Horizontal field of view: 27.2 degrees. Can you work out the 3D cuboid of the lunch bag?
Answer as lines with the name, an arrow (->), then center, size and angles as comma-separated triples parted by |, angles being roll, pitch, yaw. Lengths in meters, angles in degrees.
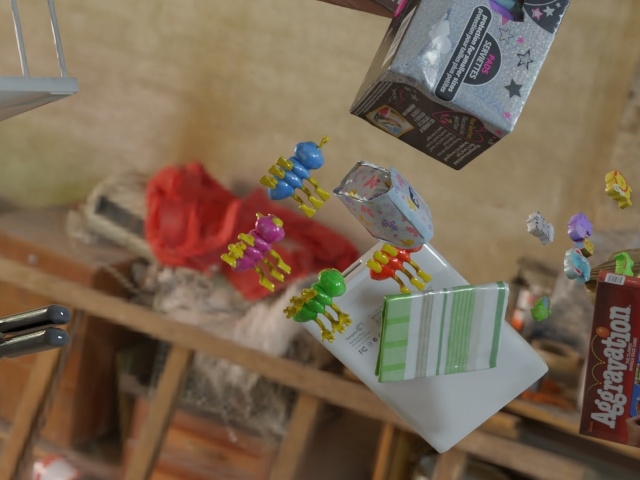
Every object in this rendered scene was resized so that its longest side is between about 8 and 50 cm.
lunch bag -> 0.064, -0.032, 1.210 | 0.071, 0.053, 0.083 | 46, -10, -28

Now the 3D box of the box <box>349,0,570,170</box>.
box -> 0.157, -0.221, 1.337 | 0.142, 0.247, 0.163 | 27, -15, -7

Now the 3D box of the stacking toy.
stacking toy -> 0.391, 0.009, 2.007 | 0.052, 0.167, 0.221 | 39, 41, -27

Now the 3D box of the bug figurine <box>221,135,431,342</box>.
bug figurine -> 0.000, 0.000, 1.688 | 0.279, 0.216, 0.072 | 40, 13, -29

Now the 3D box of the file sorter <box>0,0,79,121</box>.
file sorter -> -0.464, -0.221, 1.565 | 0.277, 0.173, 0.193 | -14, -4, 35

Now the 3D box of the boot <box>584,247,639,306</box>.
boot -> 0.481, 0.130, 2.065 | 0.095, 0.203, 0.262 | -5, 8, 21

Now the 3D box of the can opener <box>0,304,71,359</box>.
can opener -> -0.526, 0.154, 2.172 | 0.095, 0.076, 0.283 | 19, -24, -41

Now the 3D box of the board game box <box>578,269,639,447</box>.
board game box -> 0.432, 0.170, 1.779 | 0.145, 0.281, 0.027 | 12, 39, 18

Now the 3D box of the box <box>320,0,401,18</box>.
box -> 0.021, -0.425, 1.769 | 0.143, 0.191, 0.381 | 26, 3, -31

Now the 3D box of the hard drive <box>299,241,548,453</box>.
hard drive -> 0.166, 0.161, 2.112 | 0.353, 0.233, 0.047 | 44, 14, -22

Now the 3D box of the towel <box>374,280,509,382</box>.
towel -> 0.136, 0.101, 1.487 | 0.152, 0.113, 0.023 | -5, 25, -20
